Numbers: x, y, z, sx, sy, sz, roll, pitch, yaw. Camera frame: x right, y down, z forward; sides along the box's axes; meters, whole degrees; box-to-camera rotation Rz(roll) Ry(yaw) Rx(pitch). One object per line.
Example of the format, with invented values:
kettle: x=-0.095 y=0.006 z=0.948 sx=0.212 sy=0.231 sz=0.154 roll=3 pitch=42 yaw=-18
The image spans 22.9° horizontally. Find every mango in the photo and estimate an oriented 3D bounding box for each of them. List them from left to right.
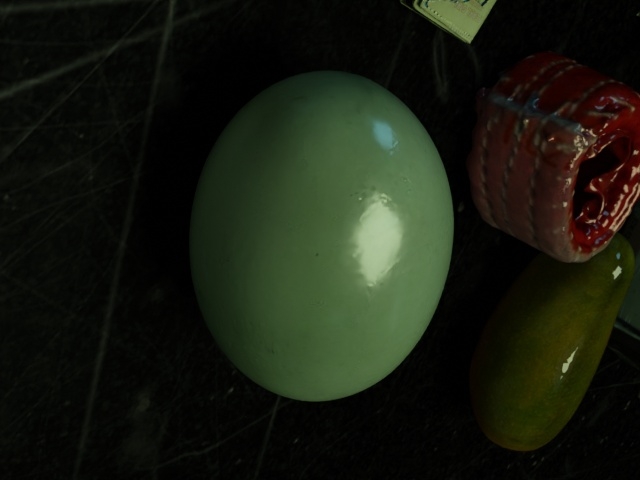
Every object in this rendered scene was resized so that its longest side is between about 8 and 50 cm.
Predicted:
mango: x=0.240 y=0.097 z=1.650 sx=0.289 sy=0.129 sz=0.146 roll=-64 pitch=168 yaw=27

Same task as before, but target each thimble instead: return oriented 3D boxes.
thimble: x=0.229 y=-0.079 z=1.500 sx=0.163 sy=0.125 sz=0.189 roll=-40 pitch=144 yaw=-25

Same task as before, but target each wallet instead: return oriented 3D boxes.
wallet: x=0.136 y=-0.247 z=1.315 sx=0.110 sy=0.039 sz=0.155 roll=19 pitch=103 yaw=-56

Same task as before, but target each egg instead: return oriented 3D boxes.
egg: x=0.000 y=0.000 z=1.218 sx=0.203 sy=0.203 sz=0.282 roll=-30 pitch=139 yaw=-32

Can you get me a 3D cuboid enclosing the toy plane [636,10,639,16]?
toy plane: x=0.423 y=-0.261 z=1.580 sx=0.256 sy=0.104 sz=0.242 roll=-44 pitch=178 yaw=3

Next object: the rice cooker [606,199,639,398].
rice cooker: x=0.444 y=0.058 z=1.767 sx=0.264 sy=0.316 sz=0.316 roll=23 pitch=104 yaw=-16
